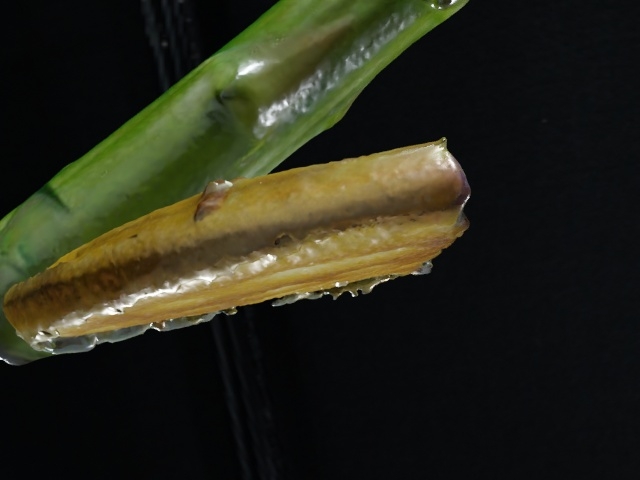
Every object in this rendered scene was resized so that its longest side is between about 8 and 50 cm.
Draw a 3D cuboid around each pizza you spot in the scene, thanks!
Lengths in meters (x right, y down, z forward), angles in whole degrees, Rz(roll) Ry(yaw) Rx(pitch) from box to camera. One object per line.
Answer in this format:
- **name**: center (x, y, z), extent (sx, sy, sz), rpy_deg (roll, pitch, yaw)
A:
- **pizza**: center (0.000, 0.000, 0.454), extent (0.185, 0.176, 0.036), rpy_deg (-19, -99, 42)

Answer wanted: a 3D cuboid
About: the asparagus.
- **asparagus**: center (-0.044, -0.065, 0.679), extent (0.343, 0.085, 0.082), rpy_deg (-42, -90, -4)
